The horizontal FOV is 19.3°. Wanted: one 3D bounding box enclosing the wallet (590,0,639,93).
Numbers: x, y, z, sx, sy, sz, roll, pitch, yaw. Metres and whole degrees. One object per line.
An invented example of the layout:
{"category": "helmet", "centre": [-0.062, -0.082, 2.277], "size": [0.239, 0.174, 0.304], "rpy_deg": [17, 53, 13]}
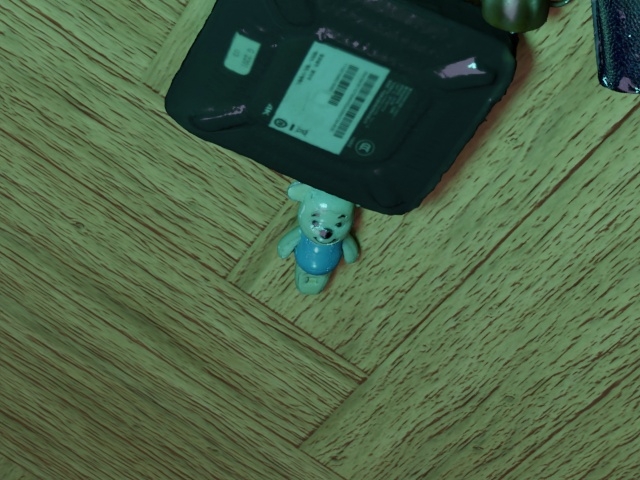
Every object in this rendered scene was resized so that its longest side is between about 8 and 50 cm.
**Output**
{"category": "wallet", "centre": [0.417, -0.254, 2.002], "size": [0.262, 0.071, 0.221], "rpy_deg": [6, 130, 20]}

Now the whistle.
{"category": "whistle", "centre": [0.000, 0.000, 2.488], "size": [0.114, 0.077, 0.235], "rpy_deg": [4, 141, -8]}

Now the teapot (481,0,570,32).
{"category": "teapot", "centre": [0.224, -0.277, 2.078], "size": [0.121, 0.076, 0.068], "rpy_deg": [-2, 127, -5]}

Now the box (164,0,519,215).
{"category": "box", "centre": [0.021, -0.190, 2.218], "size": [0.350, 0.091, 0.359], "rpy_deg": [21, 139, -11]}
